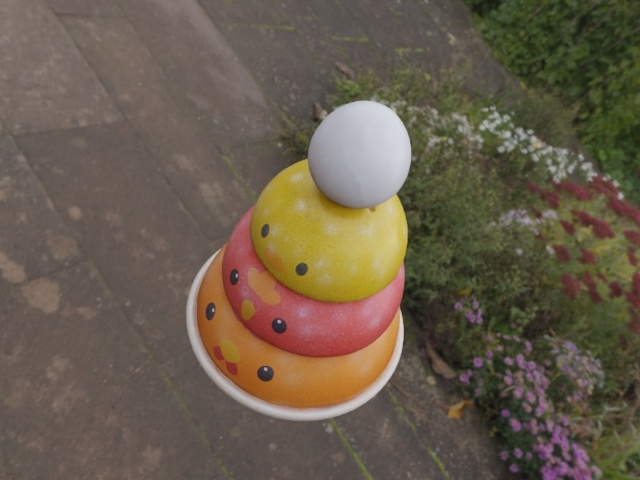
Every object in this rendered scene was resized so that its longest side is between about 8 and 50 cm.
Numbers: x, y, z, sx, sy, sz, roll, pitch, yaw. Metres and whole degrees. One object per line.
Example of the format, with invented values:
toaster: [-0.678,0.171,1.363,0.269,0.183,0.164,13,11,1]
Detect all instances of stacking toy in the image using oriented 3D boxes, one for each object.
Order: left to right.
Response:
stacking toy: [0.000,0.000,0.842,0.351,0.479,0.350,7,50,-8]
